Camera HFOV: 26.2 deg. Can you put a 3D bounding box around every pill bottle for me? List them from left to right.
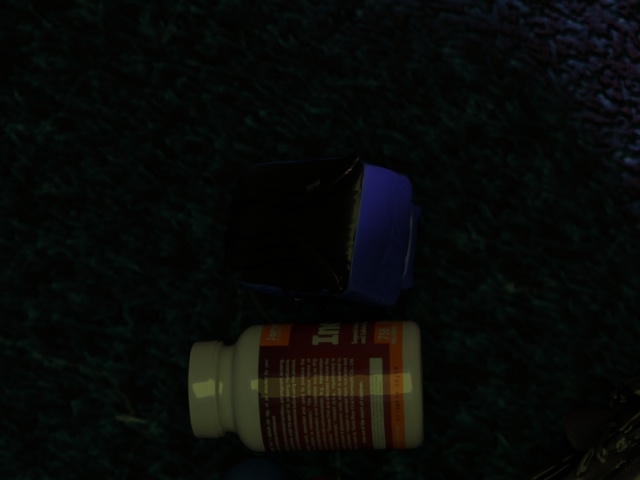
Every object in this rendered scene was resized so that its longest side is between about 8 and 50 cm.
[{"bbox_3d":[-0.008,0.097,0.911,0.152,0.086,0.086,-2,81,4],"label":"pill bottle"}]

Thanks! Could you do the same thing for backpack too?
[{"bbox_3d":[0.000,0.000,0.921,0.120,0.101,0.098,2,76,38],"label":"backpack"}]

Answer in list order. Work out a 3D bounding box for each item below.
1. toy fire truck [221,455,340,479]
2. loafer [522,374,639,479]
[{"bbox_3d":[-0.034,0.257,0.841,0.302,0.169,0.254,5,53,36],"label":"toy fire truck"},{"bbox_3d":[0.165,0.154,0.881,0.302,0.109,0.095,-43,76,1],"label":"loafer"}]
